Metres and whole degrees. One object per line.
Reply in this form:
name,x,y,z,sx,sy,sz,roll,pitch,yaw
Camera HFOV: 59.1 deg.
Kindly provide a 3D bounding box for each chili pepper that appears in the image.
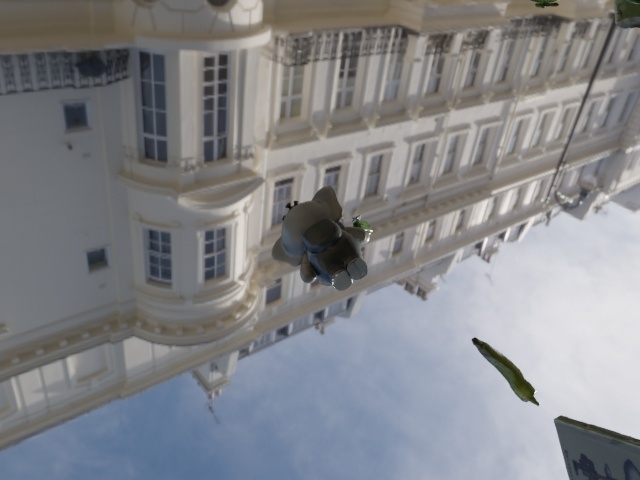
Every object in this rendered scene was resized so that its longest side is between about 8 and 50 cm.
chili pepper,0.371,0.256,1.145,0.208,0.043,0.049,45,-127,-10

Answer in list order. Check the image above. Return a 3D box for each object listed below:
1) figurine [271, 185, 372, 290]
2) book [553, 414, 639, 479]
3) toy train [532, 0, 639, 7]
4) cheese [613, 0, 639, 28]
figurine,0.000,0.000,0.851,0.147,0.126,0.192,-43,-133,2
book,0.531,0.436,0.871,0.043,0.260,0.371,-17,-178,-20
toy train,0.364,-0.412,0.713,0.271,0.188,0.159,9,-138,17
cheese,0.590,-0.327,0.701,0.400,0.034,0.085,-1,-131,27
